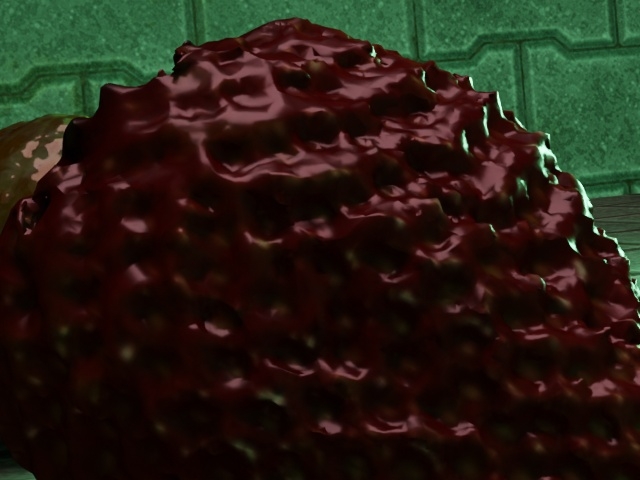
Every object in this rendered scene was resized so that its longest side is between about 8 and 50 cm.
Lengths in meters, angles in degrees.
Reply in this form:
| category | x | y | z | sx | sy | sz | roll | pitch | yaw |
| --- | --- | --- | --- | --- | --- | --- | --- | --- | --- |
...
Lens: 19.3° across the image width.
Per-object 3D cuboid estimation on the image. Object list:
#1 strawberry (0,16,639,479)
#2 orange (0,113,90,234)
| category | x | y | z | sx | sy | sz | roll | pitch | yaw |
| --- | --- | --- | --- | --- | --- | --- | --- | --- | --- |
| strawberry | 0.040 | 0.055 | 0.864 | 0.351 | 0.267 | 0.312 | 24 | 11 | 26 |
| orange | -0.163 | 0.026 | 1.462 | 0.329 | 0.249 | 0.329 | 3 | 4 | 0 |
